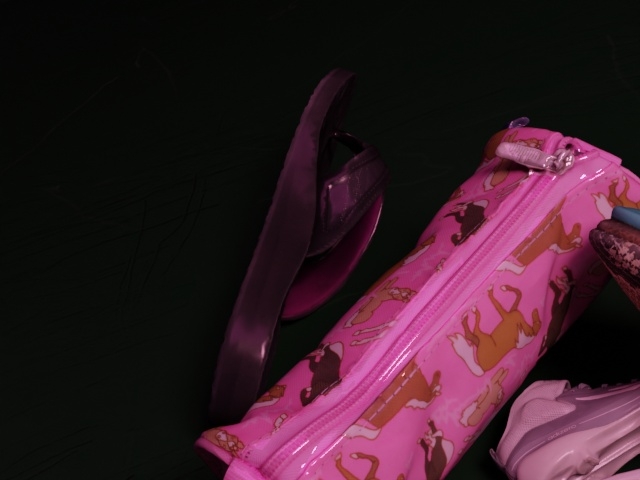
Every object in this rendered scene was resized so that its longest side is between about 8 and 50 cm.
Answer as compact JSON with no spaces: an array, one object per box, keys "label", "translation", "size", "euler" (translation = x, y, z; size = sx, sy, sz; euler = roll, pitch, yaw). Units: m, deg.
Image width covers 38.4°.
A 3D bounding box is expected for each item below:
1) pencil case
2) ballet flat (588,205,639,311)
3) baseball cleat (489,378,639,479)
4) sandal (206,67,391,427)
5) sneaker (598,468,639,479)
[{"label":"pencil case","translation":[0.085,0.077,0.688],"size":[0.386,0.167,0.160],"euler":[-45,24,-20]},{"label":"ballet flat","translation":[0.390,0.105,0.540],"size":[0.482,0.182,0.164],"euler":[11,8,23]},{"label":"baseball cleat","translation":[0.223,0.121,0.689],"size":[0.205,0.072,0.109],"euler":[-23,29,-14]},{"label":"sandal","translation":[-0.001,0.003,0.903],"size":[0.107,0.168,0.446],"euler":[15,48,2]},{"label":"sneaker","translation":[0.113,0.209,0.457],"size":[0.292,0.169,0.108],"euler":[-37,23,20]}]
